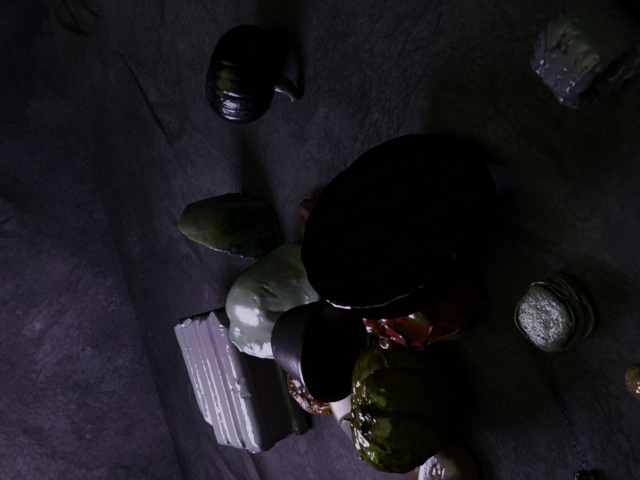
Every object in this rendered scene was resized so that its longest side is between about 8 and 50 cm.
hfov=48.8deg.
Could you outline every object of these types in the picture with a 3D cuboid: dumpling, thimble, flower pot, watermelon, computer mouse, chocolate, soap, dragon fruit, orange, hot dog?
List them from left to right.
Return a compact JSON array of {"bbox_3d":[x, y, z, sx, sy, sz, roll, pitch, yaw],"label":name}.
[{"bbox_3d":[-0.248,-0.021,2.066,0.310,0.232,0.193,5,110,7],"label":"watermelon"},{"bbox_3d":[-0.246,0.414,2.193,0.350,0.213,0.435,-20,86,53],"label":"soap"},{"bbox_3d":[-0.113,0.161,1.921,0.270,0.212,0.321,16,142,5],"label":"dumpling"},{"bbox_3d":[-0.024,0.383,1.967,0.227,0.099,0.160,38,126,46],"label":"hot dog"},{"bbox_3d":[-0.012,0.249,1.718,0.166,0.269,0.269,5,107,39],"label":"flower pot"},{"bbox_3d":[0.089,0.408,1.807,0.145,0.082,0.236,-35,73,36],"label":"computer mouse"},{"bbox_3d":[0.175,0.367,1.542,0.301,0.223,0.300,97,179,-47],"label":"orange"},{"bbox_3d":[0.202,0.123,1.438,0.227,0.224,0.224,-44,66,35],"label":"dragon fruit"},{"bbox_3d":[0.260,0.547,1.636,0.161,0.083,0.261,54,142,30],"label":"chocolate"},{"bbox_3d":[0.406,-0.283,1.062,0.118,0.127,0.151,62,149,21],"label":"thimble"}]

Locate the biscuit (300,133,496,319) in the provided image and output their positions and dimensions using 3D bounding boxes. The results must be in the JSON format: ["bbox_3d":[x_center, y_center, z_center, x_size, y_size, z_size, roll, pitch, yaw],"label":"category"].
[{"bbox_3d":[0.149,-0.028,1.371,0.407,0.407,0.091,26,166,48],"label":"biscuit"}]

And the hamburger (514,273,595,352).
[{"bbox_3d":[0.419,0.133,1.267,0.133,0.062,0.140,60,146,22],"label":"hamburger"}]

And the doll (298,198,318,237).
[{"bbox_3d":[0.000,0.000,1.738,0.303,0.156,0.201,36,136,49],"label":"doll"}]

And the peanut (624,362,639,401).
[{"bbox_3d":[0.553,0.233,1.097,0.174,0.080,0.080,5,106,56],"label":"peanut"}]

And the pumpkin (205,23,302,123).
[{"bbox_3d":[-0.162,-0.408,1.776,0.248,0.248,0.248,26,123,48],"label":"pumpkin"}]

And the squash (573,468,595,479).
[{"bbox_3d":[0.505,0.516,1.307,0.052,0.052,0.183,-10,91,56],"label":"squash"}]
